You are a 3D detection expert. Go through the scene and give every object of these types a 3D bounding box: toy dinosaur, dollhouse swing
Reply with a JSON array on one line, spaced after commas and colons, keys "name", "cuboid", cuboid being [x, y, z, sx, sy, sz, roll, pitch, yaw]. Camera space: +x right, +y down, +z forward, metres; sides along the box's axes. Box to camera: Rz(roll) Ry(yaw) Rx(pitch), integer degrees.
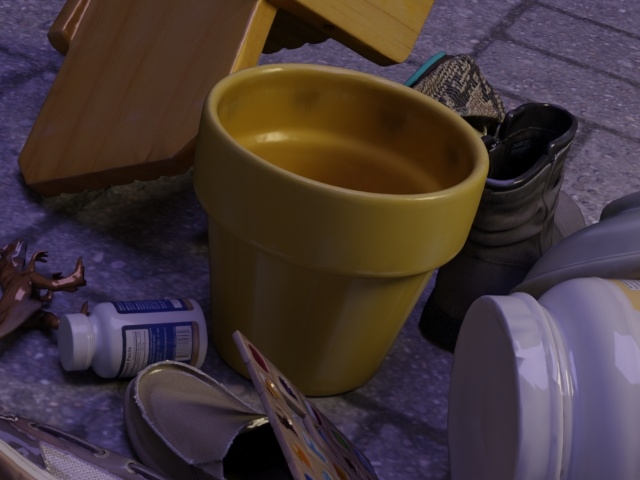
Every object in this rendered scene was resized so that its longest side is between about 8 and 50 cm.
[{"name": "toy dinosaur", "cuboid": [-0.265, 0.062, 1.353, 0.112, 0.064, 0.211, -7, 21, 0]}, {"name": "dollhouse swing", "cuboid": [-0.102, -0.160, 1.635, 0.347, 0.305, 0.315, -7, -21, 40]}]

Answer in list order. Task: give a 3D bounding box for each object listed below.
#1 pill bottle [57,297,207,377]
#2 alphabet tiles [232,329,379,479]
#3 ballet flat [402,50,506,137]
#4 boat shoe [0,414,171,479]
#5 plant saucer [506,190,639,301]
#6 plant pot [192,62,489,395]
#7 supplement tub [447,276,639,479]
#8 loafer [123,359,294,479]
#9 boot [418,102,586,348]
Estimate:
[{"name": "pill bottle", "cuboid": [-0.165, 0.086, 1.327, 0.120, 0.067, 0.067, -2, 33, -26]}, {"name": "alphabet tiles", "cuboid": [0.020, 0.192, 1.144, 0.198, 0.009, 0.237, 48, 8, -36]}, {"name": "ballet flat", "cuboid": [0.087, -0.086, 1.668, 0.182, 0.164, 0.483, 45, 36, 12]}, {"name": "boat shoe", "cuboid": [-0.201, 0.184, 1.115, 0.285, 0.103, 0.092, 22, 25, 8]}, {"name": "plant saucer", "cuboid": [0.369, 0.012, 1.403, 0.400, 0.100, 0.400, -2, -12, 0]}, {"name": "plant pot", "cuboid": [0.000, 0.000, 1.370, 0.254, 0.239, 0.254, 11, 29, -6]}, {"name": "supplement tub", "cuboid": [0.287, 0.151, 1.214, 0.331, 0.241, 0.241, 3, 31, -10]}, {"name": "loafer", "cuboid": [-0.063, 0.169, 1.197, 0.102, 0.092, 0.268, -10, 38, -39]}, {"name": "boot", "cuboid": [0.220, -0.042, 1.550, 0.118, 0.222, 0.338, 21, 30, 15]}]
